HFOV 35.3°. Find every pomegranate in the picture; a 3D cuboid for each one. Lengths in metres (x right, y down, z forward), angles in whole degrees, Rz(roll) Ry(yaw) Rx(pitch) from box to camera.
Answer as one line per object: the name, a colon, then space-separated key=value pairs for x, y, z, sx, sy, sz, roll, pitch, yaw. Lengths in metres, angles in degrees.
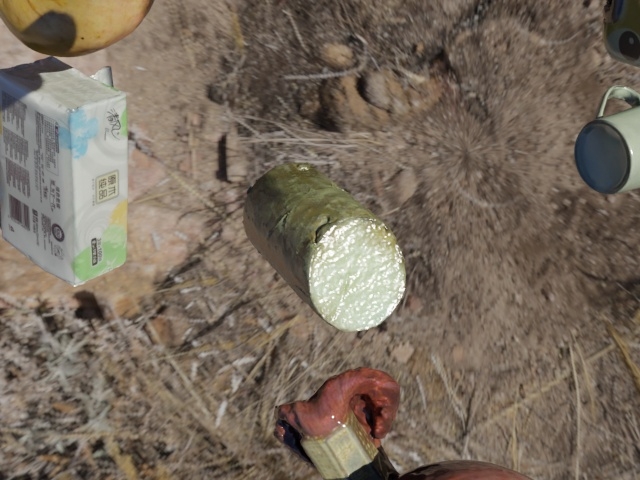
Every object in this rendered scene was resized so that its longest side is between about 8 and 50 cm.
pomegranate: x=-0.270 y=-0.292 z=1.096 sx=0.191 sy=0.191 sz=0.191 roll=1 pitch=95 yaw=8

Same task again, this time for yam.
yam: x=0.000 y=0.000 z=1.506 sx=0.168 sy=0.304 sz=0.168 roll=-11 pitch=118 yaw=-23

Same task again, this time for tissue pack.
tissue pack: x=-0.293 y=-0.091 z=1.222 sx=0.159 sy=0.145 sz=0.229 roll=27 pitch=126 yaw=34

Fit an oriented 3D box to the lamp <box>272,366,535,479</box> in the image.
lamp: x=0.064 y=0.192 z=0.606 sx=0.223 sy=0.151 sz=0.215 roll=-5 pitch=115 yaw=51

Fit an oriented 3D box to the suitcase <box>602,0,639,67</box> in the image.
suitcase: x=0.332 y=-0.216 z=0.765 sx=0.143 sy=0.235 sz=0.193 roll=-15 pitch=118 yaw=-23

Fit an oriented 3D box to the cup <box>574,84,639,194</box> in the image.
cup: x=0.203 y=-0.069 z=0.636 sx=0.083 sy=0.054 sz=0.075 roll=-15 pitch=81 yaw=-29
